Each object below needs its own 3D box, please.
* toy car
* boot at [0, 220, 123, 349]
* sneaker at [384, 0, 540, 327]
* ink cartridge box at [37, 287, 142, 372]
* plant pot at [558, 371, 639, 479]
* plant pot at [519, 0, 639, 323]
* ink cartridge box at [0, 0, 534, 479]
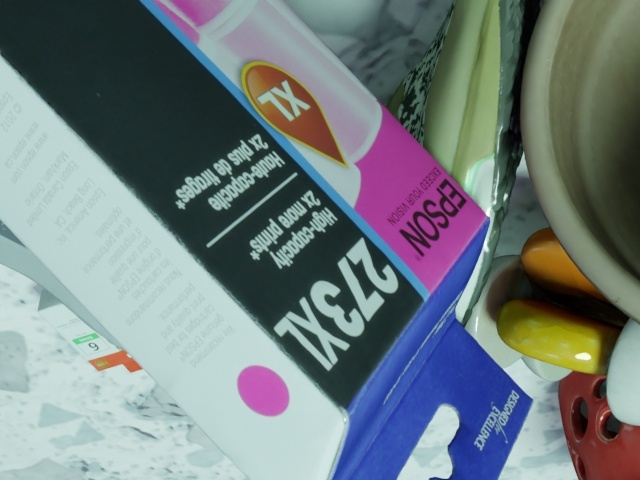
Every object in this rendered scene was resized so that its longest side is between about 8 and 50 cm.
[{"bbox_3d":[0.187,0.036,0.654,0.159,0.136,0.182,18,-179,43],"label":"toy car"},{"bbox_3d":[-0.122,-0.031,0.578,0.258,0.123,0.095,35,131,-23],"label":"boot"},{"bbox_3d":[0.000,0.000,0.616,0.182,0.158,0.410,21,129,1],"label":"sneaker"},{"bbox_3d":[-0.143,0.066,0.747,0.063,0.029,0.115,-18,133,16],"label":"ink cartridge box"},{"bbox_3d":[0.282,0.169,0.761,0.191,0.174,0.191,0,138,0],"label":"plant pot"},{"bbox_3d":[0.258,-0.044,0.504,0.263,0.263,0.229,-24,155,22],"label":"plant pot"},{"bbox_3d":[-0.042,-0.032,0.428,0.371,0.176,0.069,48,125,-2],"label":"ink cartridge box"}]
